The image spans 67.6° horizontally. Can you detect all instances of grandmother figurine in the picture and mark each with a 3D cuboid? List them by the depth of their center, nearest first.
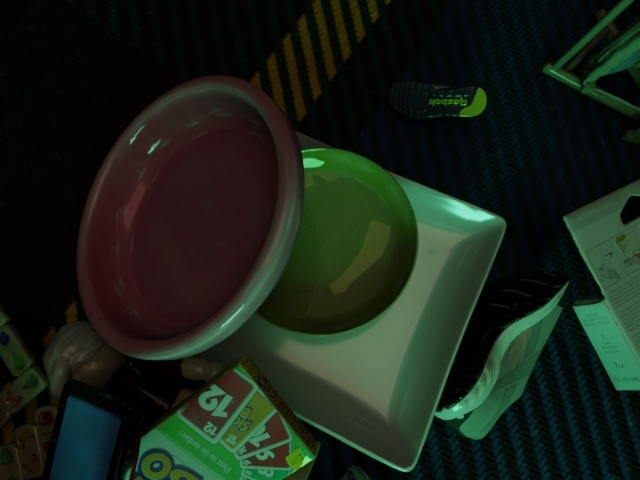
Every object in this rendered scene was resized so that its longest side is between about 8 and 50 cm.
[{"bbox_3d":[-0.184,0.215,0.577,0.342,0.104,0.208,33,92,3],"label":"grandmother figurine"}]

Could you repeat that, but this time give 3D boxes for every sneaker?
[{"bbox_3d":[0.248,0.146,0.649,0.271,0.100,0.108,-45,112,-15],"label":"sneaker"},{"bbox_3d":[0.173,-0.210,0.723,0.144,0.059,0.053,10,110,11],"label":"sneaker"}]

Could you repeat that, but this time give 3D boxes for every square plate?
[{"bbox_3d":[0.021,0.059,0.632,0.347,0.049,0.344,24,77,8],"label":"square plate"}]

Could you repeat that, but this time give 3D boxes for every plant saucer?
[{"bbox_3d":[-0.151,-0.027,0.566,0.332,0.084,0.332,-10,69,28],"label":"plant saucer"},{"bbox_3d":[0.000,0.000,0.603,0.241,0.037,0.241,-1,75,3],"label":"plant saucer"}]

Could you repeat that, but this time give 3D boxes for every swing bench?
[{"bbox_3d":[0.513,-0.266,0.666,0.254,0.253,0.165,45,78,4],"label":"swing bench"}]

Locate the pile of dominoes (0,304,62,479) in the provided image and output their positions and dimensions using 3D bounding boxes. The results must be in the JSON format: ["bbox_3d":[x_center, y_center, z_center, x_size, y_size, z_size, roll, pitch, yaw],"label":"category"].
[{"bbox_3d":[-0.409,0.223,0.534,0.251,0.040,0.196,-41,80,8],"label":"pile of dominoes"}]

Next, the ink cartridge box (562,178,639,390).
[{"bbox_3d":[0.462,0.039,0.671,0.275,0.060,0.239,-21,81,-23],"label":"ink cartridge box"}]

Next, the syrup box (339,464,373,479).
[{"bbox_3d":[0.006,0.398,0.562,0.093,0.096,0.237,42,79,3],"label":"syrup box"}]

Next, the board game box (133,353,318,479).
[{"bbox_3d":[-0.142,0.245,0.514,0.259,0.039,0.124,-38,92,13],"label":"board game box"}]

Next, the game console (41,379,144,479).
[{"bbox_3d":[-0.231,0.232,0.466,0.085,0.124,0.144,13,98,-19],"label":"game console"}]
